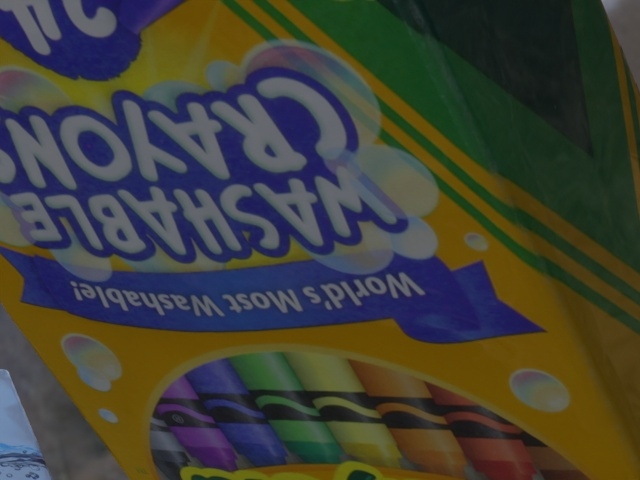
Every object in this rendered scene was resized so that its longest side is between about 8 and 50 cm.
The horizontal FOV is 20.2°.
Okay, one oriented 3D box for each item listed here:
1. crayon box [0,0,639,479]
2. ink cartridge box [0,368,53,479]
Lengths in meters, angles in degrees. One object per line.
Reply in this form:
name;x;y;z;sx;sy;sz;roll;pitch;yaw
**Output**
crayon box;0.000;0.000;0.536;0.203;0.323;0.083;-2;43;36
ink cartridge box;-0.287;0.221;1.151;0.197;0.198;0.270;10;24;-29
